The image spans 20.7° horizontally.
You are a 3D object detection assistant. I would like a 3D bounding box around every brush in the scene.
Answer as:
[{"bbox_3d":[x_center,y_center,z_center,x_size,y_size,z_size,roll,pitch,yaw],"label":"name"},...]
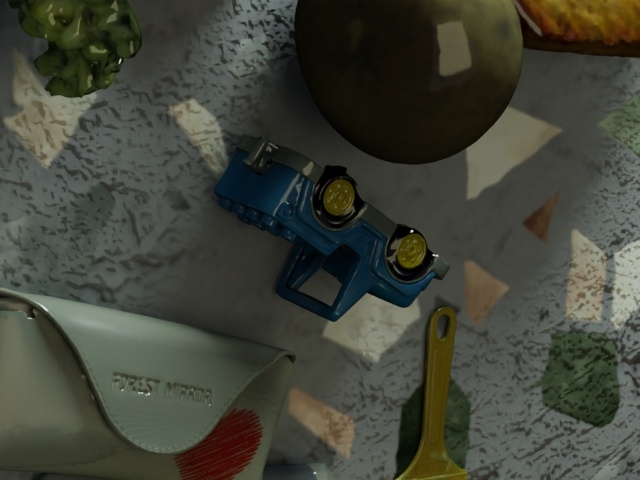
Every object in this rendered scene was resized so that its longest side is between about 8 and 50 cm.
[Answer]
[{"bbox_3d":[0.096,0.155,1.479,0.083,0.011,0.205,-2,100,-34],"label":"brush"}]

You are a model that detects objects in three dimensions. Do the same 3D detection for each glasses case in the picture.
[{"bbox_3d":[-0.138,0.115,1.242,0.308,0.083,0.128,15,69,-37],"label":"glasses case"}]

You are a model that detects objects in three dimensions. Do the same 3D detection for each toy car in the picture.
[{"bbox_3d":[0.000,0.000,1.324,0.191,0.097,0.100,35,83,-35],"label":"toy car"}]

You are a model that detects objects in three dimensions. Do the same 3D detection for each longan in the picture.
[{"bbox_3d":[0.064,-0.150,1.294,0.167,0.167,0.187,-36,117,-24],"label":"longan"}]

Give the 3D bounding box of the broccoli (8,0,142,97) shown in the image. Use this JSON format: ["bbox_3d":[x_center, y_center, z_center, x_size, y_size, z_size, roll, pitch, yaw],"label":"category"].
[{"bbox_3d":[-0.103,-0.266,1.045,0.293,0.281,0.348,-28,138,-1],"label":"broccoli"}]

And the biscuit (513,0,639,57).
[{"bbox_3d":[0.213,-0.314,1.405,0.359,0.046,0.359,4,83,-33],"label":"biscuit"}]

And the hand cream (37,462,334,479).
[{"bbox_3d":[-0.099,0.206,1.324,0.255,0.048,0.079,0,62,-37],"label":"hand cream"}]
